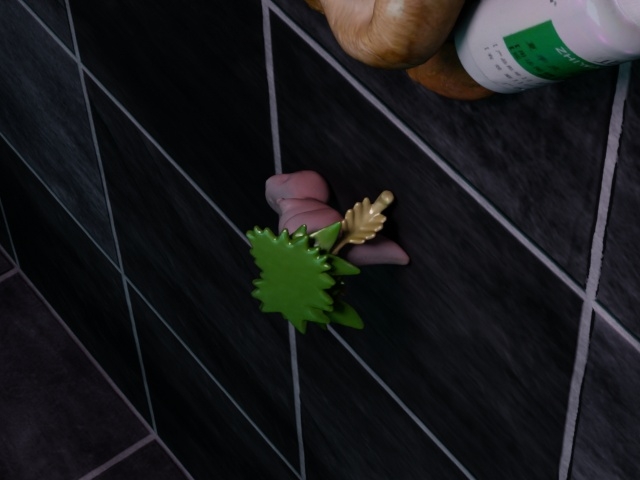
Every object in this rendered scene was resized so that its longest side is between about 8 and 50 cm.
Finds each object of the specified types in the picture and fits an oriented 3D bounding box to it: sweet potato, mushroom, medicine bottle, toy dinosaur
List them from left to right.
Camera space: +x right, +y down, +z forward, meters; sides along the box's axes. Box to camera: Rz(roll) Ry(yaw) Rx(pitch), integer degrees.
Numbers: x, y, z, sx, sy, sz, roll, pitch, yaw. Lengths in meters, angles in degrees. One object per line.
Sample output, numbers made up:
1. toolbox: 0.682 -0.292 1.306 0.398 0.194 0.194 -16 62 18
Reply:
1. toy dinosaur: 0.003 0.006 1.864 0.194 0.177 0.152 6 126 28
2. mushroom: 0.050 -0.268 1.310 0.278 0.146 0.278 38 134 55
3. sweet potato: 0.131 -0.147 1.459 0.202 0.058 0.055 -4 73 63
4. medicine bottle: 0.189 -0.166 1.234 0.095 0.095 0.260 61 160 -6

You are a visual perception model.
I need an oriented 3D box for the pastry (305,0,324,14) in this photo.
1. pastry: -0.003 -0.269 1.545 0.153 0.081 0.153 42 154 27
